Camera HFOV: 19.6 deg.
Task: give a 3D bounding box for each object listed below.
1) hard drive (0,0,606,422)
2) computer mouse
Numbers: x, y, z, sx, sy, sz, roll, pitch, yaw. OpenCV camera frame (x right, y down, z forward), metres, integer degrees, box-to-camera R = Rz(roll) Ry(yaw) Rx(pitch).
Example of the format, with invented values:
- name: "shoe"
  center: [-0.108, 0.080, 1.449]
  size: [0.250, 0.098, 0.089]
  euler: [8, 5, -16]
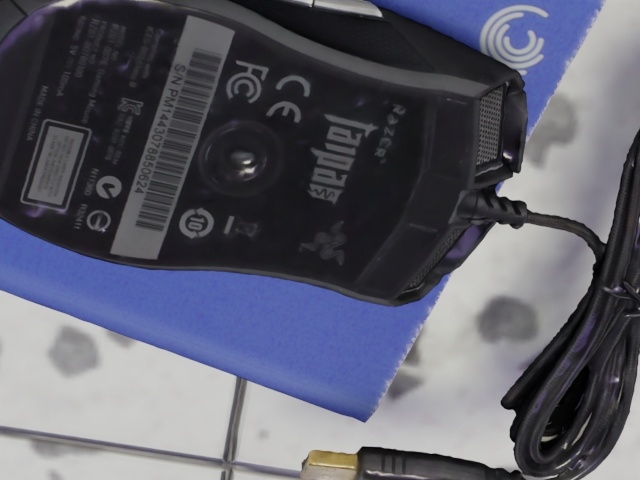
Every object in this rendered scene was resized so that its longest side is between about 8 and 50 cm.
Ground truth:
- name: "hard drive"
  center: [-0.088, -0.073, 0.633]
  size: [0.318, 0.040, 0.210]
  euler: [21, 122, -10]
- name: "computer mouse"
  center: [0.000, 0.000, 0.618]
  size: [0.262, 0.060, 0.184]
  euler: [7, 119, -15]
